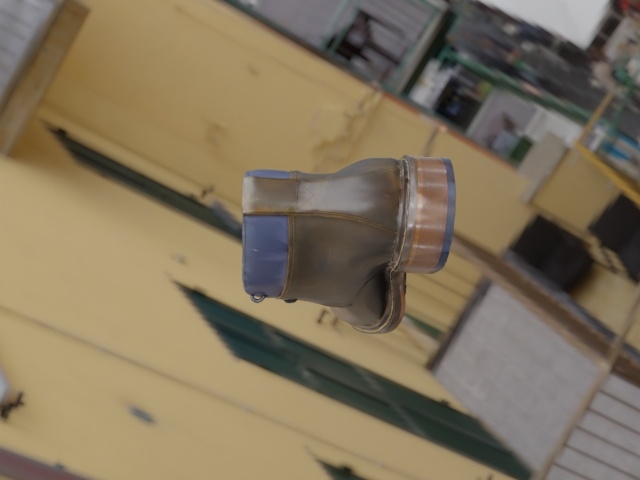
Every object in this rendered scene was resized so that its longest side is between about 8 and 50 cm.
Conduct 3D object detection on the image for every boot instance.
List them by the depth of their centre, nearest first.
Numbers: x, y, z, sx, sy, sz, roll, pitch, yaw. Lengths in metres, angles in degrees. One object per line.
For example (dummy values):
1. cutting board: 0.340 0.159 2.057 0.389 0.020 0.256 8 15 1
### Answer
1. boot: 0.000 0.000 0.865 0.219 0.106 0.082 118 155 -70
